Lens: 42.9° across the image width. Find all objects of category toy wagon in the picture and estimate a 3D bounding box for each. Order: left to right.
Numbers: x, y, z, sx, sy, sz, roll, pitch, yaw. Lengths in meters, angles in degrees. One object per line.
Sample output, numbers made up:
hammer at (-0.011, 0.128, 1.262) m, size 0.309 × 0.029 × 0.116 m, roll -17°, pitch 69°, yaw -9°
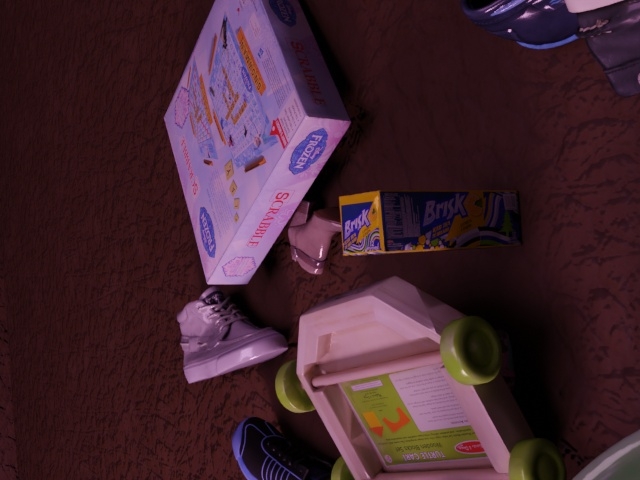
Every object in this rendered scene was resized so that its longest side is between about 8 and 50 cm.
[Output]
toy wagon at (0.103, 0.203, 0.770) m, size 0.267 × 0.068 × 0.344 m, roll -23°, pitch 98°, yaw 51°

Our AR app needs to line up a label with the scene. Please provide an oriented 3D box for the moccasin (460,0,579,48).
moccasin at (0.226, -0.273, 0.580) m, size 0.137 × 0.117 × 0.342 m, roll 60°, pitch 137°, yaw 33°

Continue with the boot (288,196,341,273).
boot at (0.000, 0.000, 0.994) m, size 0.118 × 0.042 × 0.086 m, roll 32°, pitch 122°, yaw 53°

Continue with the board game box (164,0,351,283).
board game box at (-0.102, -0.160, 1.078) m, size 0.318 × 0.066 × 0.318 m, roll -54°, pitch 44°, yaw 42°

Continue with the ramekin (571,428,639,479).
ramekin at (0.241, 0.258, 0.454) m, size 0.303 × 0.148 × 0.303 m, roll -50°, pitch 13°, yaw 16°

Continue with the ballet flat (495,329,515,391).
ballet flat at (0.106, 0.113, 0.828) m, size 0.222 × 0.077 × 0.079 m, roll -6°, pitch 69°, yaw 50°

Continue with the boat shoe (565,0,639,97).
boat shoe at (0.311, -0.141, 0.477) m, size 0.340 × 0.127 × 0.113 m, roll -2°, pitch 118°, yaw 43°

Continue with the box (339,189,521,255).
box at (0.101, -0.017, 0.730) m, size 0.059 × 0.169 × 0.054 m, roll -6°, pitch 87°, yaw 54°

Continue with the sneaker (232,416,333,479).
sneaker at (-0.027, 0.294, 1.021) m, size 0.232 × 0.081 × 0.090 m, roll 46°, pitch 126°, yaw 35°

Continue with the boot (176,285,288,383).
boot at (-0.139, 0.124, 1.147) m, size 0.258 × 0.095 × 0.123 m, roll -26°, pitch 77°, yaw 54°
